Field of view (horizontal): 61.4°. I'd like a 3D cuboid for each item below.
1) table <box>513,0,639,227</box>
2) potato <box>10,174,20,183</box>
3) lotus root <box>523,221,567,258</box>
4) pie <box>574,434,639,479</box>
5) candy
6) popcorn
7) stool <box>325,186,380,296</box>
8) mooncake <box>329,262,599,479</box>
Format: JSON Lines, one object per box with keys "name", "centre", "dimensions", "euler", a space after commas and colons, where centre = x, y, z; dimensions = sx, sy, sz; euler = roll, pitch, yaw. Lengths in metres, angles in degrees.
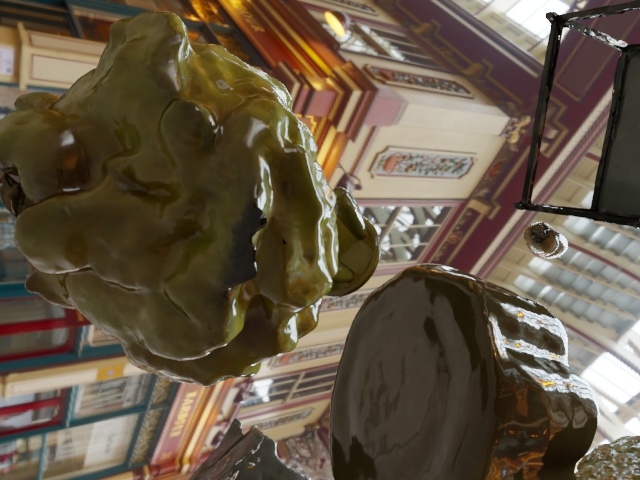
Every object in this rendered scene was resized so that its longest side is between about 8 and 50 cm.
{"name": "table", "centre": [0.520, -0.194, 0.901], "dimensions": [0.222, 0.272, 0.334], "euler": [17, -77, 54]}
{"name": "potato", "centre": [-0.325, -0.108, 0.895], "dimensions": [0.229, 0.266, 0.229], "euler": [20, -56, 32]}
{"name": "lotus root", "centre": [0.424, 0.002, 1.017], "dimensions": [0.072, 0.152, 0.063], "euler": [37, -80, 43]}
{"name": "pie", "centre": [0.418, 0.307, 0.668], "dimensions": [0.201, 0.248, 0.090], "euler": [-27, -103, 54]}
{"name": "candy", "centre": [-0.125, 0.413, 0.841], "dimensions": [0.185, 0.195, 0.137], "euler": [51, -38, -3]}
{"name": "popcorn", "centre": [-0.112, -0.026, 0.428], "dimensions": [0.215, 0.252, 0.286], "euler": [-25, 103, -80]}
{"name": "stool", "centre": [0.000, 0.000, 0.633], "dimensions": [0.135, 0.110, 0.134], "euler": [-36, -124, 15]}
{"name": "mooncake", "centre": [0.177, 0.221, 0.735], "dimensions": [0.378, 0.201, 0.378], "euler": [-47, -146, 46]}
